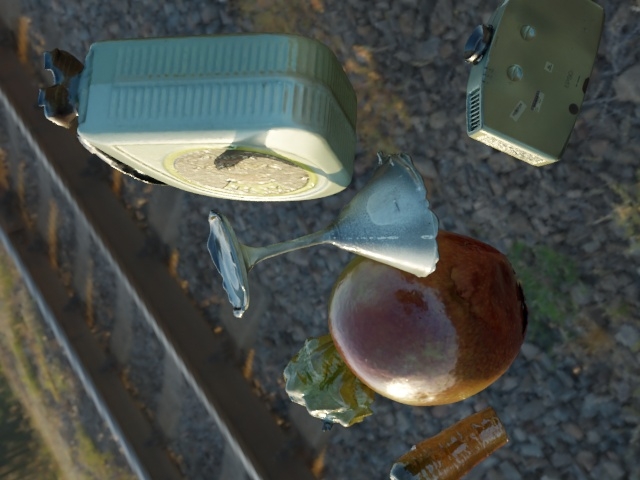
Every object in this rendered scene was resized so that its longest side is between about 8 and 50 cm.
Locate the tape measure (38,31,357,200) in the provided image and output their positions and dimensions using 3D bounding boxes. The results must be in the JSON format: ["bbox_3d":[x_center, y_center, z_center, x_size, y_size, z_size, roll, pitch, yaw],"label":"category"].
[{"bbox_3d":[-0.088,-0.108,0.836,0.207,0.235,0.115,41,-128,-70],"label":"tape measure"}]

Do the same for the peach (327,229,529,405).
[{"bbox_3d":[0.130,0.091,1.158,0.231,0.231,0.231,42,145,40],"label":"peach"}]

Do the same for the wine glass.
[{"bbox_3d":[0.000,0.000,0.840,0.122,0.183,0.122,164,90,-74],"label":"wine glass"}]

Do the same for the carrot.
[{"bbox_3d":[0.199,0.332,1.479,0.087,0.193,0.087,57,168,19],"label":"carrot"}]

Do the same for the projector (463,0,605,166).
[{"bbox_3d":[0.318,-0.269,1.491,0.269,0.194,0.088,-71,15,-9],"label":"projector"}]

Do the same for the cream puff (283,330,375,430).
[{"bbox_3d":[0.026,0.173,1.334,0.121,0.156,0.156,29,163,-21],"label":"cream puff"}]
